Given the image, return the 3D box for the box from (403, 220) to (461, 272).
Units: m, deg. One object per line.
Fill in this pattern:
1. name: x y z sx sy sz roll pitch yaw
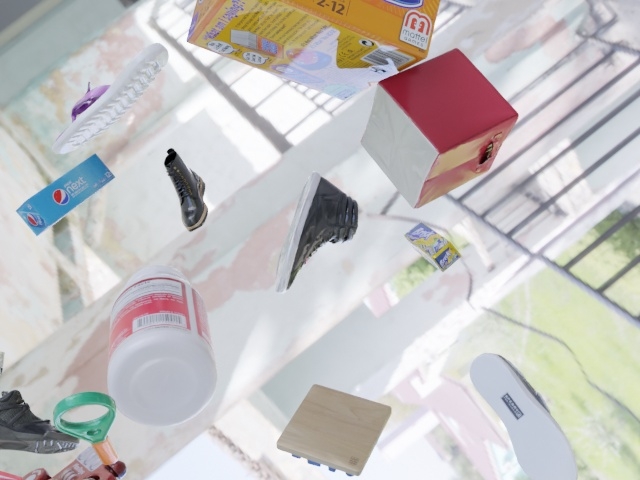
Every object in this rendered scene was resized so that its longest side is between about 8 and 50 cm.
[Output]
1. box: 0.261 0.012 1.764 0.054 0.059 0.169 50 179 -23

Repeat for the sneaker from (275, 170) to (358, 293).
1. sneaker: 0.000 0.000 1.687 0.146 0.296 0.104 24 159 -12

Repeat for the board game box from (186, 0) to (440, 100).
1. board game box: -0.002 -0.516 1.389 0.356 0.356 0.356 16 172 -21

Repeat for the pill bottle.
1. pill bottle: -0.368 0.219 1.725 0.229 0.229 0.408 53 -177 -27

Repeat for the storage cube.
1. storage cube: 0.215 -0.210 1.413 0.215 0.193 0.184 53 155 21

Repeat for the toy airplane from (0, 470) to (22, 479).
1. toy airplane: -0.572 0.420 1.243 0.151 0.151 0.028 51 165 7

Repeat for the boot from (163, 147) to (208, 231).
1. boot: -0.351 -0.127 1.895 0.137 0.076 0.198 56 -168 -43

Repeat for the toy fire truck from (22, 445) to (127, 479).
1. toy fire truck: -0.650 0.662 2.002 0.302 0.254 0.169 -2 122 56

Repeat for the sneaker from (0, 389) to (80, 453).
1. sneaker: -0.635 0.394 1.640 0.227 0.087 0.130 12 -132 -19

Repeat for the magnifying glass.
1. magnifying glass: -0.359 0.302 1.193 0.231 0.092 0.026 90 163 -51

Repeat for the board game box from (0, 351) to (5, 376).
1. board game box: -0.906 0.313 1.976 0.136 0.030 0.259 13 176 -21

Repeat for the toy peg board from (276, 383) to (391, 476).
1. toy peg board: 0.028 0.363 1.369 0.161 0.161 0.079 12 127 22

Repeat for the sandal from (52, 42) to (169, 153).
1. sandal: -0.579 -0.396 2.035 0.102 0.416 0.169 49 -172 3

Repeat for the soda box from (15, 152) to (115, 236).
1. soda box: -0.545 -0.101 1.614 0.067 0.210 0.071 -27 106 42

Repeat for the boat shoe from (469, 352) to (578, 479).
1. boat shoe: 0.413 0.356 1.496 0.102 0.108 0.301 8 -138 -56
